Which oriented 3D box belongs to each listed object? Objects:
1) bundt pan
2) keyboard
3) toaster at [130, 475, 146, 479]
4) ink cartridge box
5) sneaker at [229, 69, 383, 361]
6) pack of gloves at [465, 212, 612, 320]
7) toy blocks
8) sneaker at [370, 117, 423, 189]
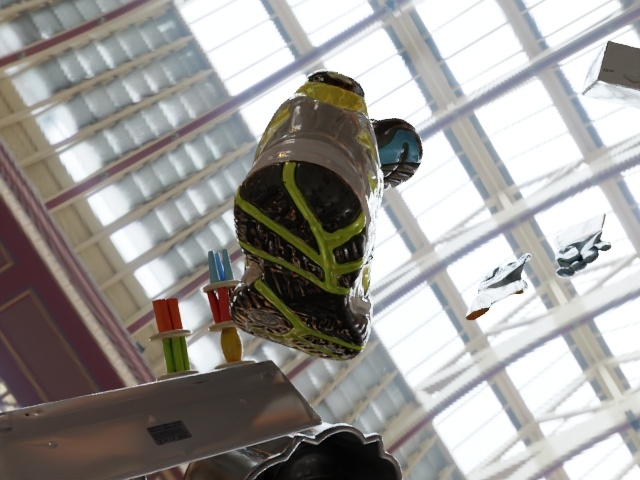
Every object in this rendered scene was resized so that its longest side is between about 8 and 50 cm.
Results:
[{"bbox_3d":[-0.061,0.330,0.908,0.124,0.331,0.331,18,-73,42],"label":"bundt pan"},{"bbox_3d":[-0.111,0.128,0.596,0.072,0.256,0.014,50,-53,32],"label":"keyboard"},{"bbox_3d":[-0.342,0.353,1.232,0.168,0.186,0.110,-12,-120,-20],"label":"toaster"},{"bbox_3d":[0.383,-0.203,1.065,0.088,0.122,0.052,15,-86,7],"label":"ink cartridge box"},{"bbox_3d":[0.000,0.000,0.808,0.145,0.385,0.147,18,-118,1],"label":"sneaker"},{"bbox_3d":[0.303,0.046,1.148,0.195,0.232,0.046,-27,-86,20],"label":"pack of gloves"},{"bbox_3d":[-0.150,0.090,1.043,0.123,0.054,0.148,-9,-103,-8],"label":"toy blocks"},{"bbox_3d":[0.020,-0.131,1.132,0.125,0.341,0.140,6,-96,-26],"label":"sneaker"}]
